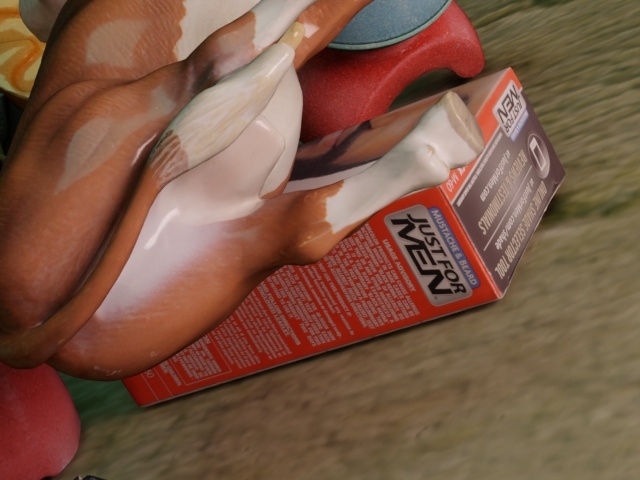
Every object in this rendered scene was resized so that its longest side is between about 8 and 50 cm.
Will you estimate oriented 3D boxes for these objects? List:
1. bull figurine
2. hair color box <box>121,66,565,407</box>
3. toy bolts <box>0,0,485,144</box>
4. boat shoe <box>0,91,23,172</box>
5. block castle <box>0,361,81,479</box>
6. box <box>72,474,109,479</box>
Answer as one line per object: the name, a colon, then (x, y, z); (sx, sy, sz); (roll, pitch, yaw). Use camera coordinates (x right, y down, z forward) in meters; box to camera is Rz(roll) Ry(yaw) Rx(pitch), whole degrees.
bull figurine: (-0.043, -0.069, 0.706); (0.188, 0.101, 0.310); (-33, 30, 21)
hair color box: (0.000, 0.000, 0.735); (0.167, 0.053, 0.093); (-18, 22, 31)
toy bolts: (-0.047, -0.145, 0.879); (0.218, 0.158, 0.228); (-41, 60, -20)
boat shoe: (-0.194, -0.046, 1.133); (0.228, 0.081, 0.069); (-27, 23, 25)
block castle: (-0.308, 0.029, 0.879); (0.303, 0.213, 0.453); (-23, 25, -13)
box: (-0.064, 0.139, 0.465); (0.175, 0.051, 0.220); (-39, 20, -25)
